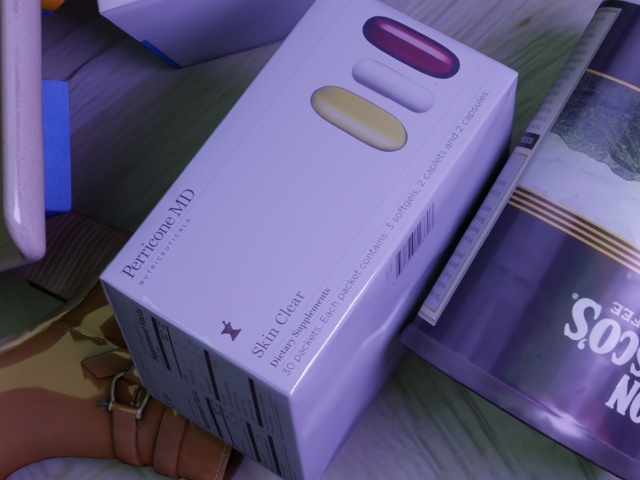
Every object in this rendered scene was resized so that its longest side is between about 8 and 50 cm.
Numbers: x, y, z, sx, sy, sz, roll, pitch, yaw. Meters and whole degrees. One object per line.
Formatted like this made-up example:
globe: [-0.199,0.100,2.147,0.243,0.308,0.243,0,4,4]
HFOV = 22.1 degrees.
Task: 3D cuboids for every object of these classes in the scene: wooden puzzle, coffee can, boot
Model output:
wooden puzzle: [-0.249,-0.125,1.196,0.080,0.348,0.322,3,81,-29]
coffee can: [0.206,-0.001,1.083,0.201,0.201,0.275,30,91,16]
boot: [-0.163,0.137,1.225,0.220,0.109,0.283,28,83,12]

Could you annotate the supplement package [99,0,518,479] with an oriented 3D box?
supplement package: [0.000,0.000,1.096,0.145,0.204,0.262,29,70,16]

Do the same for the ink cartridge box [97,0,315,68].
ink cartridge box: [-0.078,-0.274,1.209,0.168,0.171,0.232,-14,79,12]
